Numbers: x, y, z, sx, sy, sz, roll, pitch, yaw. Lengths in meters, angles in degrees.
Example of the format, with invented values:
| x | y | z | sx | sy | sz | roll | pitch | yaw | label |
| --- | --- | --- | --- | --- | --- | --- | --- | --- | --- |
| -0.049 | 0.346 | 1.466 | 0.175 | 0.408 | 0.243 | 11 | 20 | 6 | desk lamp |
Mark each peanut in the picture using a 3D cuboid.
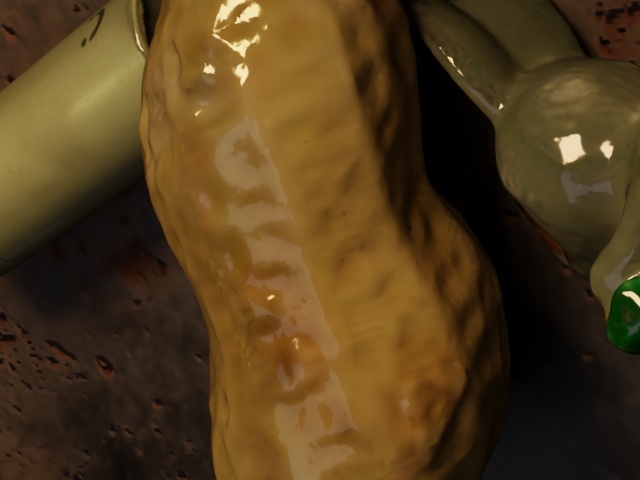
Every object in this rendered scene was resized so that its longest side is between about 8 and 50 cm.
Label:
| x | y | z | sx | sy | sz | roll | pitch | yaw | label |
| --- | --- | --- | --- | --- | --- | --- | --- | --- | --- |
| 0.000 | 0.000 | 0.745 | 0.130 | 0.130 | 0.290 | -5 | 105 | 37 | peanut |

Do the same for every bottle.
| x | y | z | sx | sy | sz | roll | pitch | yaw | label |
| --- | --- | --- | --- | --- | --- | --- | --- | --- | --- |
| -0.112 | -0.048 | 0.870 | 0.201 | 0.072 | 0.072 | -31 | 97 | 42 | bottle |

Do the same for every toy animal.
| x | y | z | sx | sy | sz | roll | pitch | yaw | label |
| --- | --- | --- | --- | --- | --- | --- | --- | --- | --- |
| 0.131 | -0.018 | 0.710 | 0.236 | 0.138 | 0.108 | 39 | 146 | 44 | toy animal |
